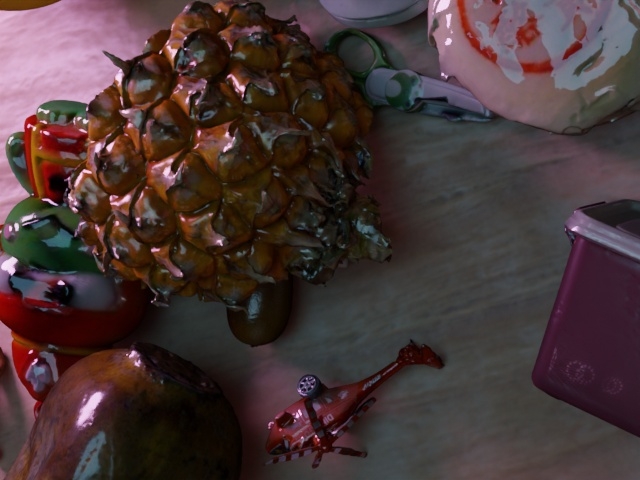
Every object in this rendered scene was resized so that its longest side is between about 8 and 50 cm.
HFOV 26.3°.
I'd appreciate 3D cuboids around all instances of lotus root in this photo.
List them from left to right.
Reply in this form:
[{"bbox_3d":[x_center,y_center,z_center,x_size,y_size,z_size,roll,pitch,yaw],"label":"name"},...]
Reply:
[{"bbox_3d":[-0.222,0.269,1.419,0.250,0.250,0.346,37,106,22],"label":"lotus root"}]

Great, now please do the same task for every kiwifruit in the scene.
[{"bbox_3d":[-0.064,0.051,1.444,0.075,0.075,0.124,2,85,26],"label":"kiwifruit"}]

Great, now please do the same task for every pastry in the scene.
[{"bbox_3d":[0.229,-0.220,1.279,0.265,0.133,0.264,1,93,23],"label":"pastry"}]

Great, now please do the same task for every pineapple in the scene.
[{"bbox_3d":[-0.065,-0.083,1.298,0.286,0.209,0.344,29,81,27],"label":"pineapple"}]

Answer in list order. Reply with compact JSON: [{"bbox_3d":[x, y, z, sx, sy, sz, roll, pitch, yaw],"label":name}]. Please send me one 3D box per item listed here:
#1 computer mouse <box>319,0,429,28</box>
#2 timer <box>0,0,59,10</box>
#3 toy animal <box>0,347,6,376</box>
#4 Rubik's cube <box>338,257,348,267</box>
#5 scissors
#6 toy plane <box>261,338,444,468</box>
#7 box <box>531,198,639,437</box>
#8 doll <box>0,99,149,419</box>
[{"bbox_3d":[0.053,-0.359,1.385,0.160,0.097,0.288,-4,88,28],"label":"computer mouse"},{"bbox_3d":[-0.358,-0.359,1.520,0.285,0.285,0.285,-1,89,26],"label":"timer"},{"bbox_3d":[-0.475,0.114,1.599,0.097,0.157,0.312,-41,71,21],"label":"toy animal"},{"bbox_3d":[0.000,0.001,1.412,0.075,0.084,0.073,-41,67,36],"label":"Rubik's cube"},{"bbox_3d":[0.087,-0.154,1.400,0.204,0.027,0.101,16,98,28],"label":"scissors"},{"bbox_3d":[0.023,0.158,1.388,0.194,0.126,0.077,-51,42,18],"label":"toy plane"},{"bbox_3d":[0.336,0.092,1.188,0.294,0.193,0.167,25,105,24],"label":"box"},{"bbox_3d":[-0.272,0.031,1.498,0.183,0.160,0.363,11,96,10],"label":"doll"}]
